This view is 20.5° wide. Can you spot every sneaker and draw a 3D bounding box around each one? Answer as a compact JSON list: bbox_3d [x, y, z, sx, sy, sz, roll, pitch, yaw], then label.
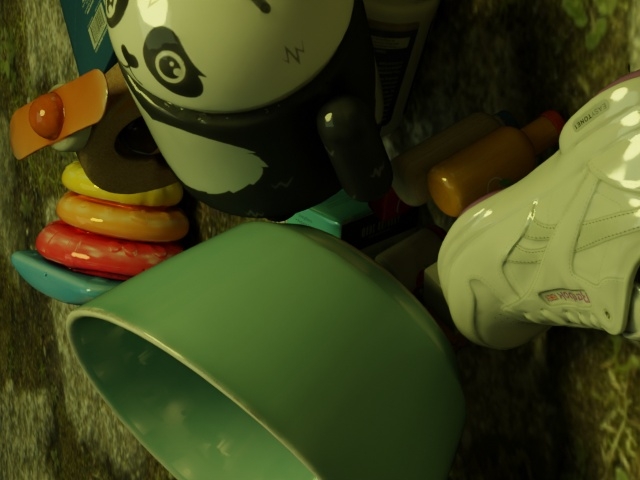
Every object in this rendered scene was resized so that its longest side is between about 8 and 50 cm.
[{"bbox_3d":[0.168,0.019,1.120,0.305,0.114,0.152,127,132,-56],"label":"sneaker"}]

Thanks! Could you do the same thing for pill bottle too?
[{"bbox_3d":[0.030,-0.139,1.394,0.094,0.094,0.169,60,146,40],"label":"pill bottle"}]

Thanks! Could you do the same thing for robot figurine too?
[{"bbox_3d":[-0.050,-0.121,1.230,0.278,0.209,0.174,71,-157,-62],"label":"robot figurine"}]

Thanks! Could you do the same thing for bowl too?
[{"bbox_3d":[-0.016,0.106,1.283,0.311,0.163,0.311,36,158,17],"label":"bowl"}]

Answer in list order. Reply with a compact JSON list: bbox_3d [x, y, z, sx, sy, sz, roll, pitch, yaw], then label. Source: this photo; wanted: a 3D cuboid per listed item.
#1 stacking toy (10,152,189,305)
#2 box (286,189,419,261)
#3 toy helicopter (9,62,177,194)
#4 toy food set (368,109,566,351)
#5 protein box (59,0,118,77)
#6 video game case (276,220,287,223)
[{"bbox_3d":[-0.203,-0.086,1.866,0.175,0.165,0.302,18,102,46],"label":"stacking toy"},{"bbox_3d":[0.016,0.073,1.457,0.060,0.100,0.244,25,121,35],"label":"box"},{"bbox_3d":[-0.159,-0.154,1.570,0.355,0.235,0.140,100,153,-57],"label":"toy helicopter"},{"bbox_3d":[0.108,-0.017,1.302,0.111,0.104,0.232,48,158,31],"label":"toy food set"},{"bbox_3d":[-0.166,-0.271,1.727,0.200,0.136,0.201,129,129,-57],"label":"protein box"},{"bbox_3d":[0.000,0.000,1.585,0.143,0.019,0.157,-28,70,63],"label":"video game case"}]
